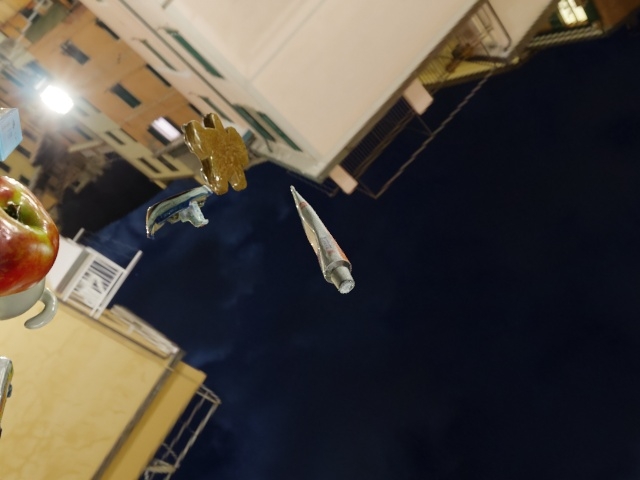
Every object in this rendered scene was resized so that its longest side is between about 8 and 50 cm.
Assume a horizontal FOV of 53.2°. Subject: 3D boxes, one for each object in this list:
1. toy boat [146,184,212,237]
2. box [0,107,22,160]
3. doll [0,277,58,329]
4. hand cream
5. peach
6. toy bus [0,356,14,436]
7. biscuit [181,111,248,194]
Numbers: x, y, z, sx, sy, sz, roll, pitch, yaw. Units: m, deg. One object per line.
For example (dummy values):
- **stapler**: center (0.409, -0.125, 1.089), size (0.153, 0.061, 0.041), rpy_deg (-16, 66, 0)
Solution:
- **toy boat**: center (-0.441, -0.079, 2.004), size (0.262, 0.114, 0.115), rpy_deg (-21, -92, 17)
- **box**: center (-0.746, -0.230, 1.386), size (0.142, 0.083, 0.232), rpy_deg (-5, -158, -14)
- **doll**: center (-0.832, 0.071, 1.603), size (0.226, 0.370, 0.215), rpy_deg (15, -114, 17)
- **hand cream**: center (-0.001, 0.001, 0.884), size (0.216, 0.038, 0.052), rpy_deg (-119, -141, -50)
- **peach**: center (-0.682, 0.015, 1.305), size (0.274, 0.245, 0.249), rpy_deg (-28, -132, 19)
- **toy bus**: center (-0.838, 0.415, 1.601), size (0.268, 0.092, 0.106), rpy_deg (-99, -159, -44)
- **biscuit**: center (-0.236, -0.204, 1.508), size (0.049, 0.197, 0.301), rpy_deg (-17, -167, 14)
